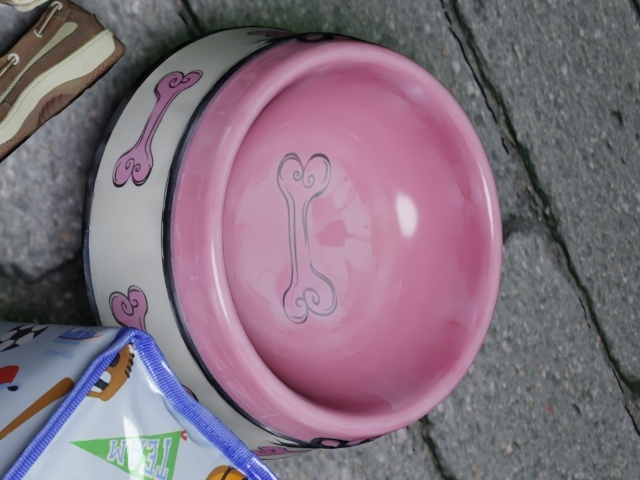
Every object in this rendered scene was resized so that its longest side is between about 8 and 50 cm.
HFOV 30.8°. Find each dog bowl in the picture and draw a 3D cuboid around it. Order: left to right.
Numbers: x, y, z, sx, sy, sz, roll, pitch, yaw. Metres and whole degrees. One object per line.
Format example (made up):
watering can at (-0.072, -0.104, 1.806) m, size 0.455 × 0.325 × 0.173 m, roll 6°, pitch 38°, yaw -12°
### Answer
dog bowl at (0.000, 0.000, 1.045) m, size 0.408 × 0.150 × 0.408 m, roll 2°, pitch 87°, yaw -38°

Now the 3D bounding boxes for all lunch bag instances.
lunch bag at (-0.261, 0.264, 0.841) m, size 0.239 × 0.328 × 0.385 m, roll 51°, pitch 59°, yaw -23°

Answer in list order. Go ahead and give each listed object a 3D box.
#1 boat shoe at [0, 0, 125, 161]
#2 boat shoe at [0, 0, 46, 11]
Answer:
boat shoe at (-0.286, -0.121, 0.994) m, size 0.095 × 0.095 × 0.257 m, roll 48°, pitch 54°, yaw -11°
boat shoe at (-0.227, -0.241, 0.918) m, size 0.113 × 0.302 × 0.103 m, roll -20°, pitch 120°, yaw -3°
